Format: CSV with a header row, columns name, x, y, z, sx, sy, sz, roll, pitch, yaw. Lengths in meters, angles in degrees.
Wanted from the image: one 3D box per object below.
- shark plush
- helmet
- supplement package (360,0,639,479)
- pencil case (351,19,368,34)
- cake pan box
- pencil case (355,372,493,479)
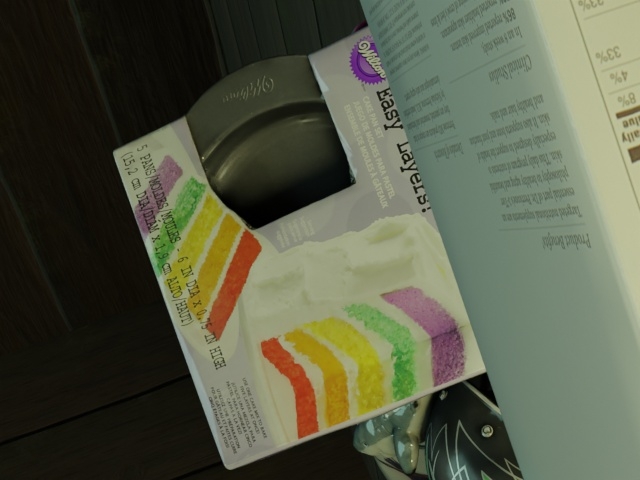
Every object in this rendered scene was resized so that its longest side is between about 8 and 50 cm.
name,x,y,z,sx,sy,sz,roll,pitch,yaw
shark plush,0.056,0.115,1.137,0.067,0.073,0.161,20,141,23
helmet,0.163,0.169,1.112,0.169,0.161,0.169,161,90,-84
supplement package,0.148,-0.030,0.461,0.199,0.198,0.263,178,73,-83
pencil case,0.071,-0.126,1.320,0.236,0.104,0.104,95,155,-72
cake pan box,0.000,0.000,1.051,0.070,0.245,0.267,1,-111,-68
pencil case,0.089,0.097,1.260,0.183,0.160,0.410,10,141,41
